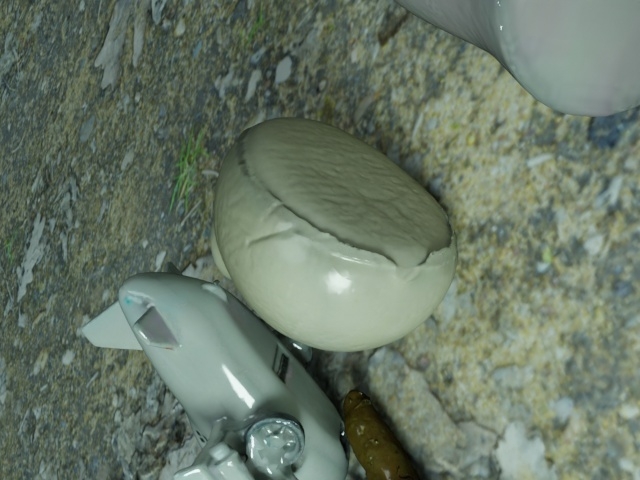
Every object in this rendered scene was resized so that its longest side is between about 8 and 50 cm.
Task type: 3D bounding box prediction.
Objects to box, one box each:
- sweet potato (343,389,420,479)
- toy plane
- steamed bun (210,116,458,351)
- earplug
[{"bbox_3d":[0.064,0.221,0.690,0.075,0.074,0.269,-49,36,35],"label":"sweet potato"},{"bbox_3d":[-0.072,0.122,0.771,0.118,0.252,0.252,-38,49,17],"label":"toy plane"},{"bbox_3d":[0.000,0.000,0.744,0.228,0.177,0.131,53,131,43],"label":"steamed bun"},{"bbox_3d":[0.119,-0.213,0.668,0.301,0.172,0.172,46,118,57],"label":"earplug"}]
